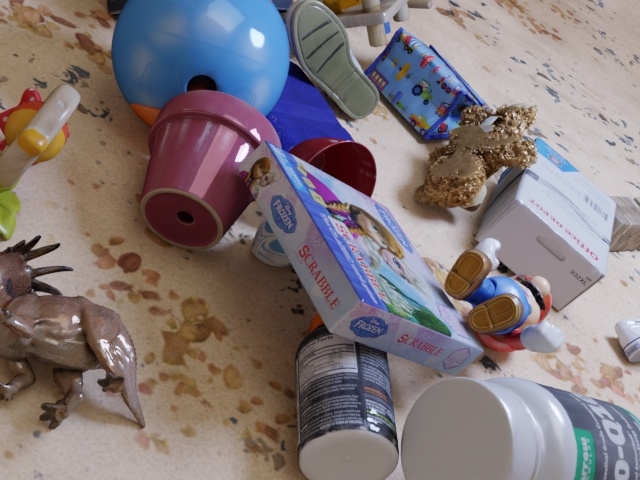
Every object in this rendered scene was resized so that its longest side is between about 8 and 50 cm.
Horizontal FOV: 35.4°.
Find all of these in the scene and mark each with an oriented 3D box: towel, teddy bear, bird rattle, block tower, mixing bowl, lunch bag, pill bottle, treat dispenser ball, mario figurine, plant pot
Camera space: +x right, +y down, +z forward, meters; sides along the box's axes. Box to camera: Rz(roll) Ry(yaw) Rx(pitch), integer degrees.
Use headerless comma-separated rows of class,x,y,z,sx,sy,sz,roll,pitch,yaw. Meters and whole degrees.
towel,-0.059,-0.225,1.850,0.228,0.076,0.308,6,43,-46
teddy bear,0.316,-0.166,1.977,0.338,0.245,0.113,-70,145,-53
bird rattle,-0.387,-0.130,1.351,0.143,0.207,0.253,48,41,-13
block tower,0.704,-0.038,2.244,0.336,0.097,0.091,-3,48,-41
mixing bowl,-0.006,-0.103,1.673,0.181,0.181,0.098,-2,30,-42
lunch bag,0.273,-0.330,2.230,0.221,0.138,0.293,50,25,23
pill bottle,0.032,0.201,1.350,0.131,0.130,0.245,21,37,-19
treat dispenser ball,-0.193,-0.302,1.628,0.288,0.288,0.288,23,36,-18
pill bottle,0.283,0.292,1.329,0.361,0.204,0.204,19,36,-44
mario figurine,0.309,0.083,1.602,0.320,0.170,0.198,23,66,-67
plant pot,-0.178,-0.094,1.494,0.201,0.201,0.180,28,50,-10

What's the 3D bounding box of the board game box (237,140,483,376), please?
board game box,0.061,0.029,1.444,0.318,0.066,0.318,24,28,-49

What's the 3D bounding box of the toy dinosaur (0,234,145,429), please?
toy dinosaur,-0.311,0.101,1.198,0.296,0.127,0.200,30,27,-17

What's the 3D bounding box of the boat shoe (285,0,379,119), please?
boat shoe,0.007,-0.359,1.954,0.103,0.113,0.302,48,-4,44

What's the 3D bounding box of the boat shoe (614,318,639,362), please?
boat shoe,0.677,0.179,1.956,0.258,0.095,0.084,4,49,-39

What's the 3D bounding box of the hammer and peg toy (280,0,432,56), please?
hammer and peg toy,0.075,-0.514,2.149,0.266,0.127,0.361,-2,27,23

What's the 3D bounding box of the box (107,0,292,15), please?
box,-0.232,-0.622,1.870,0.212,0.395,0.294,4,9,44

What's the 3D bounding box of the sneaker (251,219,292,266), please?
sneaker,0.000,0.000,1.607,0.237,0.086,0.085,1,48,-41

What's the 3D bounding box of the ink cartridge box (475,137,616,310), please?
ink cartridge box,0.452,-0.038,1.984,0.223,0.129,0.307,41,34,-4
